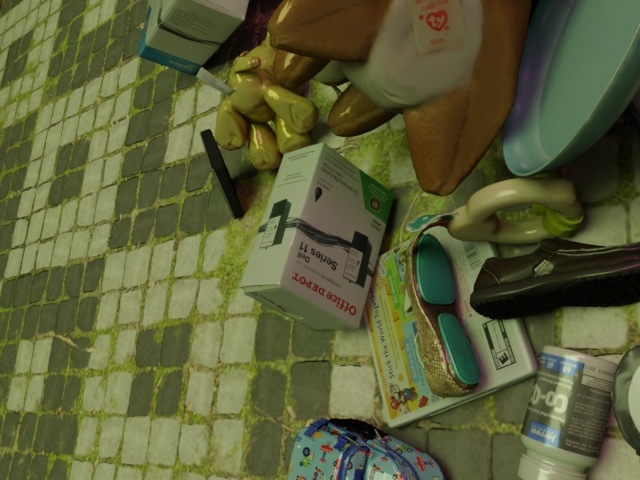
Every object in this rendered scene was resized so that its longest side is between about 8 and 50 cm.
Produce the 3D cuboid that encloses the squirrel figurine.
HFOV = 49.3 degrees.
[{"bbox_3d":[0.112,-0.313,0.880,0.397,0.281,0.370,-53,19,11],"label":"squirrel figurine"}]

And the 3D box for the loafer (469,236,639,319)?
[{"bbox_3d":[0.263,0.027,0.745,0.220,0.080,0.078,-12,57,29],"label":"loafer"}]

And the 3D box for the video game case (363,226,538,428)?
[{"bbox_3d":[0.147,0.096,0.879,0.206,0.026,0.227,-31,56,31],"label":"video game case"}]

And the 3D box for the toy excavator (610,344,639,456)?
[{"bbox_3d":[0.499,0.108,0.443,0.445,0.222,0.433,43,105,29],"label":"toy excavator"}]

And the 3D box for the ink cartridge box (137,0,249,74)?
[{"bbox_3d":[-0.230,-0.479,1.320,0.307,0.129,0.223,-13,63,62],"label":"ink cartridge box"}]

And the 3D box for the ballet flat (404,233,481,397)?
[{"bbox_3d":[0.130,0.090,0.832,0.067,0.073,0.206,-42,45,43],"label":"ballet flat"}]

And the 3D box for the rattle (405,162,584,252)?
[{"bbox_3d":[0.193,-0.064,0.806,0.199,0.130,0.143,-8,79,27],"label":"rattle"}]

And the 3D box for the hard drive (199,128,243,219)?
[{"bbox_3d":[-0.167,-0.111,1.190,0.022,0.135,0.094,-21,54,-4],"label":"hard drive"}]

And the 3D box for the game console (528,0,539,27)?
[{"bbox_3d":[0.299,-0.377,0.904,0.213,0.044,0.361,2,76,42],"label":"game console"}]

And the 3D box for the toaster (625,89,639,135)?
[{"bbox_3d":[0.383,-0.109,0.659,0.146,0.129,0.227,-33,52,28],"label":"toaster"}]

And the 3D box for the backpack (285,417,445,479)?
[{"bbox_3d":[0.054,0.304,0.825,0.173,0.117,0.158,13,85,43],"label":"backpack"}]

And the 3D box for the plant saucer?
[{"bbox_3d":[0.266,-0.209,0.684,0.317,0.043,0.318,-162,90,-86],"label":"plant saucer"}]

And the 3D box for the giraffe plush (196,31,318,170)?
[{"bbox_3d":[-0.093,-0.249,1.157,0.181,0.210,0.170,-28,28,32],"label":"giraffe plush"}]

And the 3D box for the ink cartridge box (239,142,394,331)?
[{"bbox_3d":[0.000,0.000,0.934,0.087,0.153,0.208,-8,58,48],"label":"ink cartridge box"}]

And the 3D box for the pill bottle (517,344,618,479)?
[{"bbox_3d":[0.249,0.182,0.710,0.078,0.078,0.137,10,82,45],"label":"pill bottle"}]
